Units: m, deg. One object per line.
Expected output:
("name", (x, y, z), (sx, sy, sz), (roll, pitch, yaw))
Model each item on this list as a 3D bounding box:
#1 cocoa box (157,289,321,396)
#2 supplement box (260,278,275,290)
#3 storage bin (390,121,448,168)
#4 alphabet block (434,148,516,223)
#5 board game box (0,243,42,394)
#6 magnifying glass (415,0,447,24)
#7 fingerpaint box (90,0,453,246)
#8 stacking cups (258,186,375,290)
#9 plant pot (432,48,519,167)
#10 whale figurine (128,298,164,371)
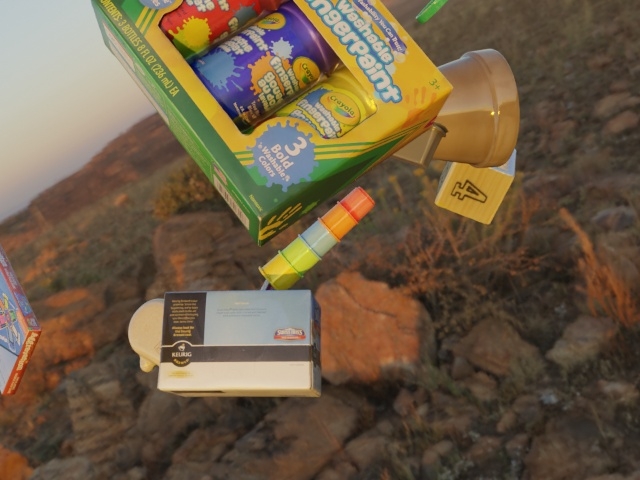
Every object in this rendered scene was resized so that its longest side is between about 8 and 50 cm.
("cocoa box", (-0.177, 0.245, 1.832), (0.348, 0.227, 0.231), (-1, -16, 6))
("supplement box", (-0.146, 0.141, 2.324), (0.083, 0.043, 0.055), (-62, 18, 6))
("storage bin", (0.184, -0.209, 1.623), (0.091, 0.135, 0.098), (-69, -20, 2))
("alphabet block", (0.495, -0.203, 2.494), (0.192, 0.194, 0.197), (-65, -4, -53))
("board game box", (-0.573, 0.125, 1.393), (0.027, 0.281, 0.145), (6, -59, -43))
("magnifying glass", (0.283, -0.532, 1.593), (0.231, 0.026, 0.092), (-42, 10, 19))
("fingerpaint box", (-0.079, -0.282, 1.249), (0.371, 0.444, 0.163), (-35, -9, -14))
("stacking cups", (0.000, 0.000, 1.891), (0.316, 0.096, 0.096), (-40, 14, -1))
("plant pot", (0.341, -0.343, 2.115), (0.281, 0.322, 0.323), (-8, 9, -13))
("whale figurine", (-0.403, 0.287, 2.151), (0.216, 0.272, 0.141), (-45, -19, 9))
